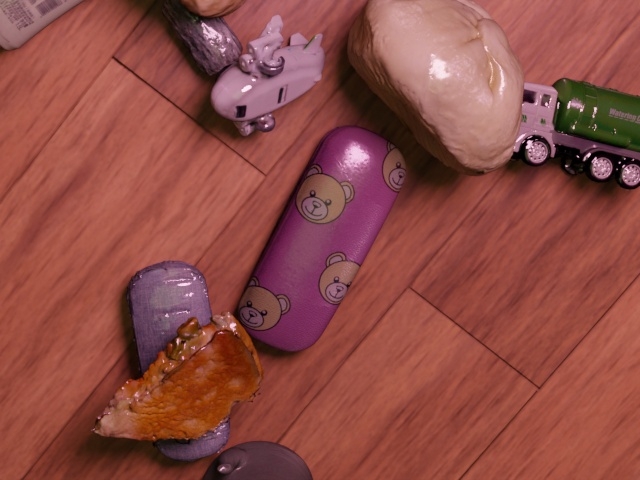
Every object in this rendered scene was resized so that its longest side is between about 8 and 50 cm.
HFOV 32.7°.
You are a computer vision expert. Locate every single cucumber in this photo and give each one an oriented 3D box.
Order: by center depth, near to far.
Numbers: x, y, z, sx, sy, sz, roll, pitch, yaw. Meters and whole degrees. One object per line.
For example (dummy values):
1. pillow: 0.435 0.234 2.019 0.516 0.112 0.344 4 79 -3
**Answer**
1. cucumber: -0.149 -0.263 1.353 0.064 0.064 0.112 -37 105 4

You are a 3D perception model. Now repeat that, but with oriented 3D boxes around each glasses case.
1. glasses case: 0.000 0.000 1.428 0.123 0.076 0.316 26 100 -13
2. glasses case: -0.188 0.163 1.455 0.109 0.067 0.282 -9 106 -8

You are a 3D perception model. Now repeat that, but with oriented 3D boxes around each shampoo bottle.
1. shampoo bottle: -0.311 -0.336 1.304 0.234 0.087 0.118 -32 106 2

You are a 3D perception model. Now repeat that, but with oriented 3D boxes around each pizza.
1. pizza: -0.175 0.185 1.398 0.226 0.069 0.147 -42 127 7

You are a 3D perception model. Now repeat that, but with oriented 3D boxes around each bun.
1. bun: 0.145 -0.209 1.302 0.160 0.259 0.259 -45 104 3

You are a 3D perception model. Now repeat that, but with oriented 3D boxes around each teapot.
1. teapot: -0.077 0.384 1.482 0.162 0.149 0.239 -27 105 0

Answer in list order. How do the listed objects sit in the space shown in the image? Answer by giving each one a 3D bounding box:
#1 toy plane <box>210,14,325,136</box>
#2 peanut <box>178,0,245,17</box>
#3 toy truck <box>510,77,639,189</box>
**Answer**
1. toy plane: -0.064 -0.202 1.341 0.174 0.174 0.080 -48 68 7
2. peanut: -0.155 -0.372 1.266 0.110 0.197 0.233 -11 102 22
3. toy truck: 0.337 -0.144 1.417 0.243 0.101 0.125 11 98 -11
